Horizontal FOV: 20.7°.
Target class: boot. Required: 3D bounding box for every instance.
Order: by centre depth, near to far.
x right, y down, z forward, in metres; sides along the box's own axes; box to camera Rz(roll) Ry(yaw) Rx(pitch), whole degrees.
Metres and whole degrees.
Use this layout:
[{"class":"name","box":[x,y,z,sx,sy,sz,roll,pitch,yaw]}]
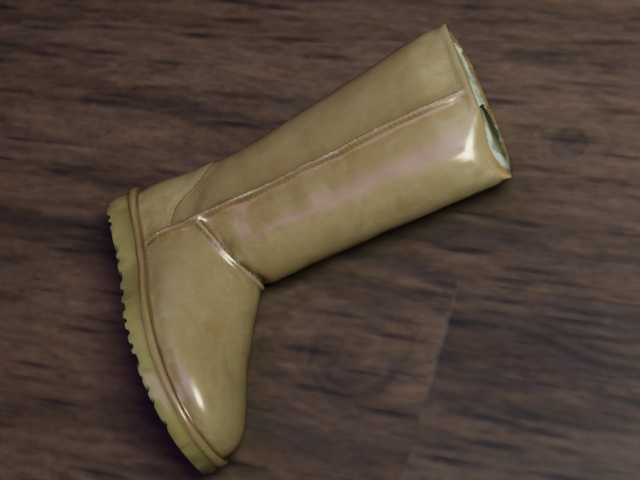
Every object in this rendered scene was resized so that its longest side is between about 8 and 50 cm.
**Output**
[{"class":"boot","box":[0.000,0.000,1.152,0.269,0.089,0.236,-25,58,10]}]
